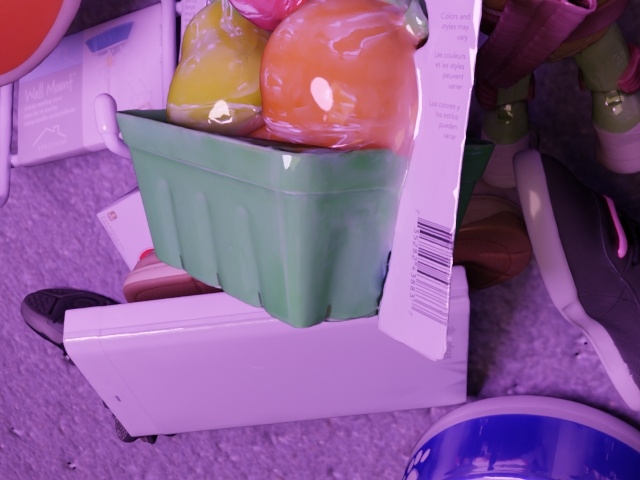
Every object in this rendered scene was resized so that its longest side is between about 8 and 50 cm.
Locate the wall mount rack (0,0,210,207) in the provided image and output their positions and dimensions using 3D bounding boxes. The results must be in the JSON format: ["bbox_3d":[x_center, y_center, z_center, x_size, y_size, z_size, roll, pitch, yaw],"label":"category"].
[{"bbox_3d":[-0.236,-0.195,0.850,0.349,0.130,0.304,-10,76,28],"label":"wall mount rack"}]

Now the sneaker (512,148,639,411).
[{"bbox_3d":[0.245,0.015,0.690,0.146,0.105,0.296,-21,134,25],"label":"sneaker"}]

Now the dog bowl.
[{"bbox_3d":[0.192,0.271,0.855,0.264,0.104,0.265,10,123,16],"label":"dog bowl"}]

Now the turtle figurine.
[{"bbox_3d":[0.152,-0.185,0.667,0.275,0.197,0.266,52,167,47],"label":"turtle figurine"}]

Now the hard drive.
[{"bbox_3d":[-0.032,0.100,0.812,0.307,0.040,0.203,-6,148,4],"label":"hard drive"}]

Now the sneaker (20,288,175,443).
[{"bbox_3d":[-0.219,0.136,1.014,0.227,0.087,0.130,22,117,11],"label":"sneaker"}]

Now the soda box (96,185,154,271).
[{"bbox_3d":[-0.118,0.042,0.928,0.069,0.074,0.216,-24,102,32],"label":"soda box"}]

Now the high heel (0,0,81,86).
[{"bbox_3d":[-0.342,-0.191,0.779,0.377,0.127,0.181,-25,66,21],"label":"high heel"}]

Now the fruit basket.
[{"bbox_3d":[-0.004,-0.137,0.612,0.327,0.165,0.353,18,103,53],"label":"fruit basket"}]

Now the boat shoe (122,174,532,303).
[{"bbox_3d":[0.000,0.000,0.808,0.341,0.110,0.122,-10,146,13],"label":"boat shoe"}]
